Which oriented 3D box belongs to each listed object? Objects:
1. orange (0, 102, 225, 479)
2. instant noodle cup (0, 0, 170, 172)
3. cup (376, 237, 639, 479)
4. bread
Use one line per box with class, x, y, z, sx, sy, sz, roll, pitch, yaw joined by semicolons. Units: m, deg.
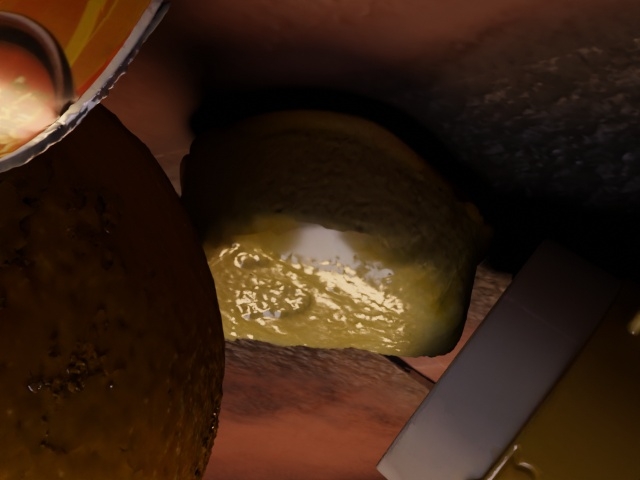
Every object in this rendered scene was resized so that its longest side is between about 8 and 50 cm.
orange;-0.168;0.047;0.554;0.274;0.274;0.274;11;154;6
instant noodle cup;-0.138;-0.122;0.372;0.213;0.213;0.174;-12;154;42
cup;0.168;0.101;0.654;0.226;0.185;0.241;36;129;9
bread;0.001;-0.005;0.655;0.156;0.086;0.125;7;149;11
